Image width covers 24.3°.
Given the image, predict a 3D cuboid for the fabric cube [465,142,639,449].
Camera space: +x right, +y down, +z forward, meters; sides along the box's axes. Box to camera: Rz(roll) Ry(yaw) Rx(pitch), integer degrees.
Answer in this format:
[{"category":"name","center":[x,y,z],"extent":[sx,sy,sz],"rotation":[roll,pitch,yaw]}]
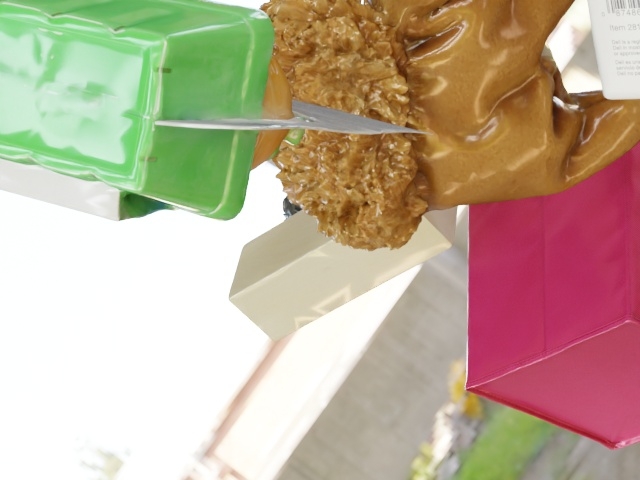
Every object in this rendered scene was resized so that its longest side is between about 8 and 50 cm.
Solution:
[{"category":"fabric cube","center":[0.338,0.057,1.694],"extent":[0.259,0.254,0.258],"rotation":[-29,47,44]}]

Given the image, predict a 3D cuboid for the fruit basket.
[{"category":"fruit basket","center":[-0.121,-0.104,1.152],"extent":[0.353,0.327,0.165],"rotation":[3,-79,-68]}]

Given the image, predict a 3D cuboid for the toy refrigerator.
[{"category":"toy refrigerator","center":[0.028,0.008,1.706],"extent":[0.269,0.094,0.102],"rotation":[-31,28,31]}]

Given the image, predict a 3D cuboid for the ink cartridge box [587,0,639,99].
[{"category":"ink cartridge box","center":[0.298,-0.252,1.088],"extent":[0.117,0.201,0.278],"rotation":[-40,-57,-46]}]

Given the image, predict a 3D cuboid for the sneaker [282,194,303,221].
[{"category":"sneaker","center":[0.000,0.000,1.856],"extent":[0.086,0.085,0.237],"rotation":[-12,-42,-12]}]

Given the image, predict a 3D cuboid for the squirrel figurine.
[{"category":"squirrel figurine","center":[0.081,-0.201,1.416],"extent":[0.397,0.281,0.370],"rotation":[-35,-43,-13]}]
